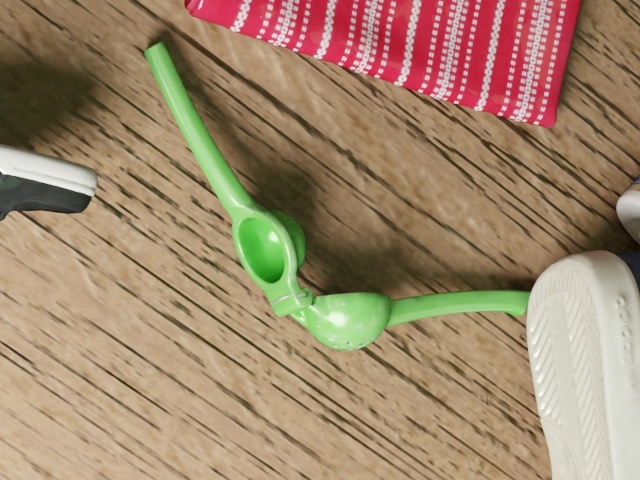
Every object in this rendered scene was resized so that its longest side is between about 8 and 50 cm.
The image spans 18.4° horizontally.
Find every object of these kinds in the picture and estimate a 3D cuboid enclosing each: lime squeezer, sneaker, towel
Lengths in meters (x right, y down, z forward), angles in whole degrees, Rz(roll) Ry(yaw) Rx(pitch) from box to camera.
[{"bbox_3d":[0.000,0.000,1.253,0.310,0.059,0.110,33,78,-18],"label":"lime squeezer"},{"bbox_3d":[-0.244,-0.004,1.148,0.217,0.079,0.121,8,90,-14],"label":"sneaker"},{"bbox_3d":[0.229,0.180,1.309,0.148,0.131,0.350,-2,94,-27],"label":"sneaker"},{"bbox_3d":[0.057,-0.202,1.291,0.275,0.031,0.198,16,85,-22],"label":"towel"}]

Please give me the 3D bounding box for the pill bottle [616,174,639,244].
[{"bbox_3d":[0.263,-0.045,1.354,0.120,0.067,0.067,-46,106,-16],"label":"pill bottle"}]
